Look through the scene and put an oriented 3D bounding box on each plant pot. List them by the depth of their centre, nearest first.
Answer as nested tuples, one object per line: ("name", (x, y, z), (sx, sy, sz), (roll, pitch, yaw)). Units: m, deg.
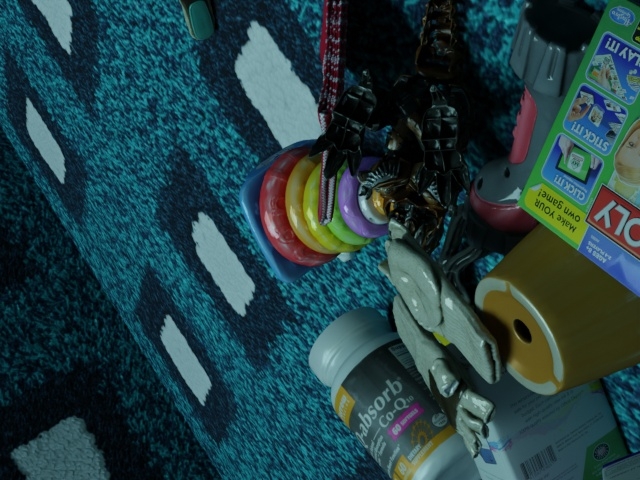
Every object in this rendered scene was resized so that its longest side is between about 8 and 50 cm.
("plant pot", (0.261, 0.049, 1.251), (0.205, 0.188, 0.205), (47, 154, 31))

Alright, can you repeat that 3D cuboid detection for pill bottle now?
("pill bottle", (0.114, 0.232, 1.835), (0.278, 0.162, 0.162), (46, 154, 32))

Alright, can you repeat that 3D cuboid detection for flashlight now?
("flashlight", (0.209, -0.110, 1.299), (0.304, 0.103, 0.103), (93, 177, -49))

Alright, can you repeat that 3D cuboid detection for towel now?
("towel", (0.012, -0.183, 1.528), (0.199, 0.031, 0.275), (94, 180, -54))

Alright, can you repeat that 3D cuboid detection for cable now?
("cable", (0.176, 0.040, 1.647), (0.287, 0.072, 0.139), (101, 150, -41))

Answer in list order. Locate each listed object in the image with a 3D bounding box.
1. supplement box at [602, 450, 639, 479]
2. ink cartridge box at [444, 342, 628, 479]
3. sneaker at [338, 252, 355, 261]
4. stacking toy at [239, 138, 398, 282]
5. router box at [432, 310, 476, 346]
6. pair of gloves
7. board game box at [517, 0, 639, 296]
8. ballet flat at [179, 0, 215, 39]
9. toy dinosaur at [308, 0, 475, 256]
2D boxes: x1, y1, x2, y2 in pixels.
("supplement box", (0.357, 0.293, 1.298), (0.111, 0.114, 0.220), (64, -166, -6))
("ink cartridge box", (0.245, 0.193, 1.506), (0.093, 0.154, 0.212), (14, 130, 64))
("sneaker", (0.000, 0.000, 1.950), (0.152, 0.053, 0.061), (18, 135, 59))
("stacking toy", (0.047, -0.050, 1.687), (0.302, 0.175, 0.166), (-3, 117, 54))
("router box", (0.212, 0.172, 1.617), (0.133, 0.046, 0.179), (-11, 116, 45))
("pair of gloves", (0.120, 0.103, 1.365), (0.204, 0.042, 0.240), (55, 165, 34))
("board game box", (0.320, -0.042, 1.064), (0.317, 0.046, 0.213), (42, 119, 40))
("ballet flat", (-0.193, -0.371, 1.922), (0.052, 0.057, 0.168), (57, 160, 37))
("toy dinosaur", (0.100, -0.126, 1.403), (0.164, 0.218, 0.322), (-9, 100, 23))
